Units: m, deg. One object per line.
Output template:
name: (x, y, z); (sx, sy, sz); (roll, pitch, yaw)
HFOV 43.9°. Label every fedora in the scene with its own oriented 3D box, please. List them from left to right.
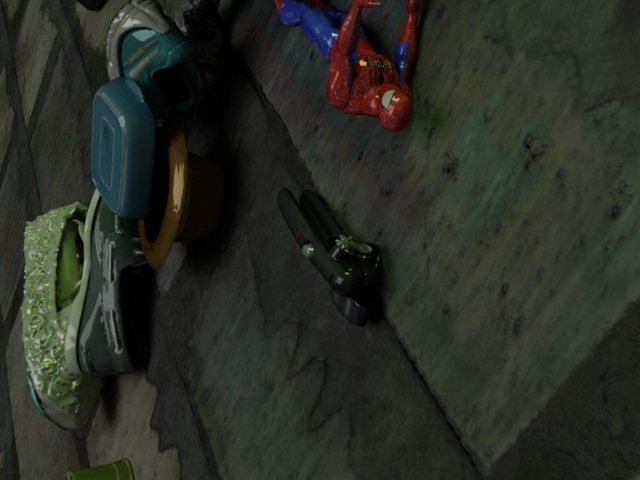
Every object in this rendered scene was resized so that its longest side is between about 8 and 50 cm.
fedora: (-0.171, -0.054, 0.987); (0.194, 0.079, 0.194); (-14, 75, 63)

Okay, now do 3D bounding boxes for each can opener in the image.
can opener: (0.000, 0.000, 0.734); (0.186, 0.059, 0.073); (54, 127, 47)

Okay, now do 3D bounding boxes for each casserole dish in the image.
casserole dish: (-0.242, -0.107, 0.957); (0.114, 0.037, 0.188); (48, 138, 32)

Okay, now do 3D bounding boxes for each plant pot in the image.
plant pot: (-0.311, 0.344, 1.097); (0.083, 0.079, 0.083); (-19, 67, 52)

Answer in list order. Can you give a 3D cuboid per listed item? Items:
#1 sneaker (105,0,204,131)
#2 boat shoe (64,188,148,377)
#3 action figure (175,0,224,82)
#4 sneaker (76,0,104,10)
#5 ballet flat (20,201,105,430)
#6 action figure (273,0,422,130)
sneaker: (-0.205, -0.181, 1.004); (0.110, 0.107, 0.275); (40, 157, 11)
boat shoe: (-0.282, 0.040, 1.148); (0.099, 0.116, 0.319); (4, 75, 14)
action figure: (-0.141, -0.327, 0.999); (0.285, 0.099, 0.185); (-57, 49, 38)
sneaker: (-0.424, -0.517, 1.443); (0.286, 0.130, 0.109); (-26, 59, 50)
ballet flat: (-0.391, 0.091, 1.248); (0.147, 0.147, 0.409); (-54, 42, 34)
action figure: (0.030, -0.211, 0.710); (0.139, 0.091, 0.280); (-65, 35, 37)
